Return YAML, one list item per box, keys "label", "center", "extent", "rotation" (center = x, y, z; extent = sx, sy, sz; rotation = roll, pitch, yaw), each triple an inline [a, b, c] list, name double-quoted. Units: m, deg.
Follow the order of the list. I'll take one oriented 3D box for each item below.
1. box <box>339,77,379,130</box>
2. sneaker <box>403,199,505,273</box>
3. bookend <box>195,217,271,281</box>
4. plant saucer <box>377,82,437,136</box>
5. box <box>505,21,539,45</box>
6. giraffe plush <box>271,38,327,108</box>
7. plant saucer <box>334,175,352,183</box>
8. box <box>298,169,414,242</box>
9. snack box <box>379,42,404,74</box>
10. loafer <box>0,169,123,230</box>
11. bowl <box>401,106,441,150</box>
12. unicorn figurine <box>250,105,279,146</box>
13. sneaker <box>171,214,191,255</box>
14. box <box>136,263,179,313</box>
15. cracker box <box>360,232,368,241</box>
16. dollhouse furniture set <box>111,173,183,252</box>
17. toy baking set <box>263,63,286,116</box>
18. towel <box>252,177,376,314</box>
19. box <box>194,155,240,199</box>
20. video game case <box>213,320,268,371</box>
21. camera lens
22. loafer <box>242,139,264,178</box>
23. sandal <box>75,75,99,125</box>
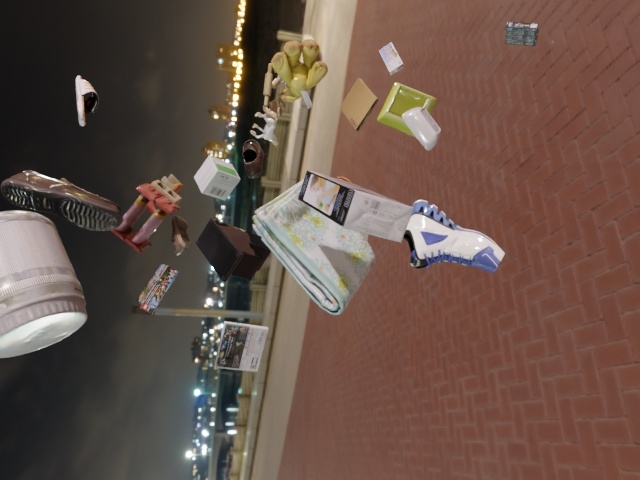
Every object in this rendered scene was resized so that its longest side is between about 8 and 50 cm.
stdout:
- label: "box"
  center: [0.169, -0.606, 2.001]
  extent: [0.164, 0.021, 0.201]
  rotation: [-54, 41, 28]
- label: "sneaker"
  center: [0.371, 0.031, 1.369]
  extent: [0.182, 0.315, 0.127]
  rotation: [-50, -20, -14]
- label: "bookend"
  center: [-0.175, 0.037, 1.020]
  extent: [0.156, 0.157, 0.072]
  rotation: [43, 104, 41]
- label: "plant saucer"
  center: [0.347, -0.530, 1.789]
  extent: [0.045, 0.188, 0.188]
  rotation: [79, -144, -79]
- label: "box"
  center: [0.557, -0.571, 1.245]
  extent: [0.018, 0.083, 0.067]
  rotation: [-67, -27, -11]
- label: "giraffe plush"
  center: [-0.074, -0.564, 1.524]
  extent: [0.170, 0.181, 0.210]
  rotation: [-111, 12, -65]
- label: "plant saucer"
  center: [0.088, -0.212, 1.696]
  extent: [0.013, 0.083, 0.083]
  rotation: [-58, -2, -28]
- label: "box"
  center: [0.076, -0.092, 1.116]
  extent: [0.290, 0.169, 0.087]
  rotation: [37, 112, 60]
- label: "snack box"
  center: [0.298, -0.767, 1.892]
  extent: [0.064, 0.022, 0.178]
  rotation: [-29, 49, 20]
- label: "loafer"
  center: [-0.835, -0.149, 1.495]
  extent: [0.134, 0.365, 0.130]
  rotation: [-51, 26, 40]
- label: "bowl"
  center: [0.320, -0.353, 1.388]
  extent: [0.053, 0.142, 0.142]
  rotation: [-35, 5, 31]
- label: "unicorn figurine"
  center: [-0.192, -0.400, 1.626]
  extent: [0.162, 0.111, 0.060]
  rotation: [122, 167, -56]
- label: "sneaker"
  center: [-0.543, -0.022, 1.705]
  extent: [0.071, 0.066, 0.188]
  rotation: [-46, 41, 15]
- label: "box"
  center: [-0.565, 0.160, 1.551]
  extent: [0.159, 0.044, 0.233]
  rotation: [-60, 21, -14]
- label: "cracker box"
  center: [0.154, -0.025, 2.210]
  extent: [0.067, 0.155, 0.232]
  rotation: [41, 131, 54]
- label: "dollhouse furniture set"
  center: [-0.643, -0.117, 1.767]
  extent: [0.201, 0.152, 0.374]
  rotation: [-48, 9, 12]
- label: "toy baking set"
  center: [-0.182, -0.623, 1.817]
  extent: [0.197, 0.030, 0.256]
  rotation: [-19, -65, -75]
- label: "towel"
  center: [0.000, 0.000, 1.361]
  extent: [0.090, 0.374, 0.320]
  rotation: [-36, 6, 39]
- label: "box"
  center: [-0.343, -0.207, 1.495]
  extent: [0.102, 0.101, 0.087]
  rotation: [-49, 54, 21]
- label: "video game case"
  center: [-0.306, 0.412, 1.737]
  extent: [0.022, 0.173, 0.190]
  rotation: [-133, 57, -68]
- label: "camera lens"
  center: [-0.668, 0.088, 0.993]
  extent: [0.274, 0.219, 0.219]
  rotation: [59, 157, 15]
- label: "loafer"
  center: [-0.266, -0.336, 1.764]
  extent: [0.078, 0.080, 0.220]
  rotation: [75, 179, -46]
- label: "sandal"
  center: [-0.882, -0.520, 1.707]
  extent: [0.265, 0.076, 0.102]
  rotation: [65, 145, 34]
